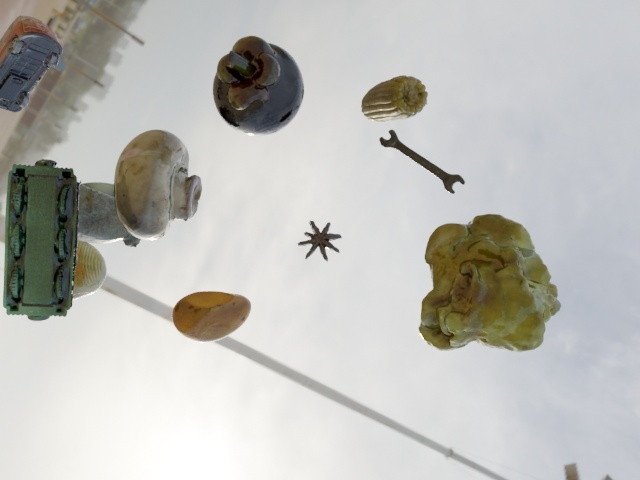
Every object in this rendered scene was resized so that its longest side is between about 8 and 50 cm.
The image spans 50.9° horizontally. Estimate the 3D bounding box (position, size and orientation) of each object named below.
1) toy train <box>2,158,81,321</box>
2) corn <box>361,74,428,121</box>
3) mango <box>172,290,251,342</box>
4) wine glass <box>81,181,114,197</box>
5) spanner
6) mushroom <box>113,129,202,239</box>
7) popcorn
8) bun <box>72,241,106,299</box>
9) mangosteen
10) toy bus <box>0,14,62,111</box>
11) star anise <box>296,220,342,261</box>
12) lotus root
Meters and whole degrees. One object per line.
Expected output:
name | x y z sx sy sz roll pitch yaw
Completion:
toy train | -0.568 -0.002 1.398 0.178 0.138 0.330 -164 -102 -77
corn | 0.215 -0.426 2.043 0.131 0.131 0.344 -60 -163 -2
mango | -0.384 0.271 2.405 0.160 0.290 0.191 -125 -145 -46
wine glass | -0.621 -0.065 2.177 0.096 0.309 0.264 118 -31 -67
spanner | 0.259 -0.205 1.735 0.054 0.254 0.015 -58 165 17
mushroom | -0.357 -0.125 1.475 0.255 0.184 0.255 11 90 -81
popcorn | 0.403 0.111 1.646 0.292 0.293 0.334 -30 -146 45
bun | -0.900 0.109 2.420 0.153 0.244 0.244 -44 -152 41
mangosteen | -0.129 -0.318 1.352 0.230 0.194 0.194 72 39 -70
toy bus | -0.497 -0.293 1.105 0.174 0.079 0.077 -39 -122 28
star anise | 0.002 0.000 2.026 0.042 0.141 0.141 112 1 -76
lotus root | -0.678 -0.079 1.941 0.175 0.349 0.175 -48 -147 47
